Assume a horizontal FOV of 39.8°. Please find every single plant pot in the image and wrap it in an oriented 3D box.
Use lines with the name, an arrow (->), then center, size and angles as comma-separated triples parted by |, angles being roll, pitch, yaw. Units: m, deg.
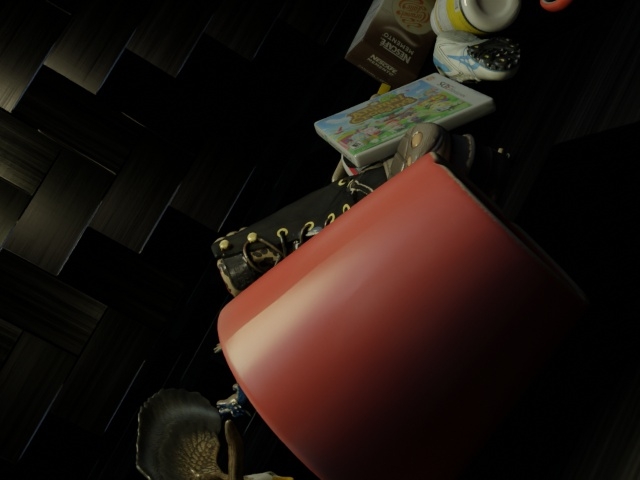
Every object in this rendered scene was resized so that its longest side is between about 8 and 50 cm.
plant pot -> 0.086, 0.072, 0.795 | 0.243, 0.275, 0.275 | -46, 16, 12

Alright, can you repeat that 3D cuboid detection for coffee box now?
coffee box -> 0.171, -0.449, 1.821 | 0.246, 0.141, 0.098 | -65, 15, -19

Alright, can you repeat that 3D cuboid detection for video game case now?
video game case -> 0.115, -0.179, 1.277 | 0.213, 0.023, 0.193 | -24, 26, -8

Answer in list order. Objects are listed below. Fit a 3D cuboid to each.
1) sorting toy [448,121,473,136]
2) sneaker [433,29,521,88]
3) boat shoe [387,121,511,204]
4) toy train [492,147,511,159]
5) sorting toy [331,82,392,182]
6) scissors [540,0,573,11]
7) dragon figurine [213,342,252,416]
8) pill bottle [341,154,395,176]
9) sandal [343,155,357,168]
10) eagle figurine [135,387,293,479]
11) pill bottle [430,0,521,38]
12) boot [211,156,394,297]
sorting toy -> 0.203, -0.185, 1.337 | 0.102, 0.042, 0.061 | -53, 15, 25
sneaker -> 0.239, -0.267, 1.345 | 0.237, 0.085, 0.086 | -125, 25, -67
boat shoe -> 0.116, 0.043, 0.982 | 0.132, 0.130, 0.355 | -86, 9, -53
toy train -> 0.193, -0.080, 1.157 | 0.158, 0.036, 0.027 | -38, 25, 56
sorting toy -> 0.082, -0.174, 1.664 | 0.229, 0.041, 0.307 | 104, -170, -68
scissors -> 0.342, -0.398, 1.344 | 0.109, 0.021, 0.297 | -59, 15, 9
dragon figurine -> -0.072, 0.183, 1.439 | 0.289, 0.144, 0.085 | -32, 22, 21
pill bottle -> 0.123, -0.171, 1.456 | 0.180, 0.108, 0.108 | -45, 20, 45
sandal -> 0.054, -0.160, 1.374 | 0.067, 0.040, 0.179 | -30, 26, 4
eagle figurine -> -0.148, 0.337, 1.174 | 0.298, 0.225, 0.226 | 1, 67, 64
pill bottle -> 0.250, -0.383, 1.469 | 0.103, 0.103, 0.184 | -60, 13, -4
boot -> 0.000, 0.000, 1.211 | 0.284, 0.138, 0.377 | -27, 11, 0
